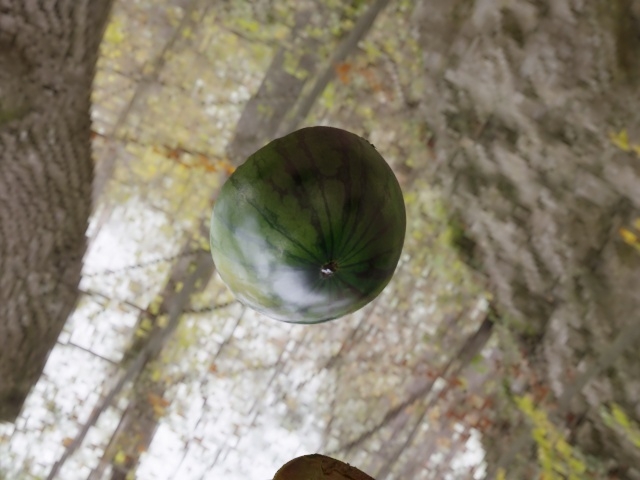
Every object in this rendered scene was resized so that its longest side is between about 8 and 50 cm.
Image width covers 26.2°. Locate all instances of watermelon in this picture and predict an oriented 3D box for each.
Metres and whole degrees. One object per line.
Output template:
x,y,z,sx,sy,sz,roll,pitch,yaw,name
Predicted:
0.000,0.000,0.684,0.105,0.106,0.062,14,-159,-32,watermelon

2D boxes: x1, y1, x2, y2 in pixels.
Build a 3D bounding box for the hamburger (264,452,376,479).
0.005,0.272,1.146,0.177,0.113,0.185,47,-151,19,hamburger
